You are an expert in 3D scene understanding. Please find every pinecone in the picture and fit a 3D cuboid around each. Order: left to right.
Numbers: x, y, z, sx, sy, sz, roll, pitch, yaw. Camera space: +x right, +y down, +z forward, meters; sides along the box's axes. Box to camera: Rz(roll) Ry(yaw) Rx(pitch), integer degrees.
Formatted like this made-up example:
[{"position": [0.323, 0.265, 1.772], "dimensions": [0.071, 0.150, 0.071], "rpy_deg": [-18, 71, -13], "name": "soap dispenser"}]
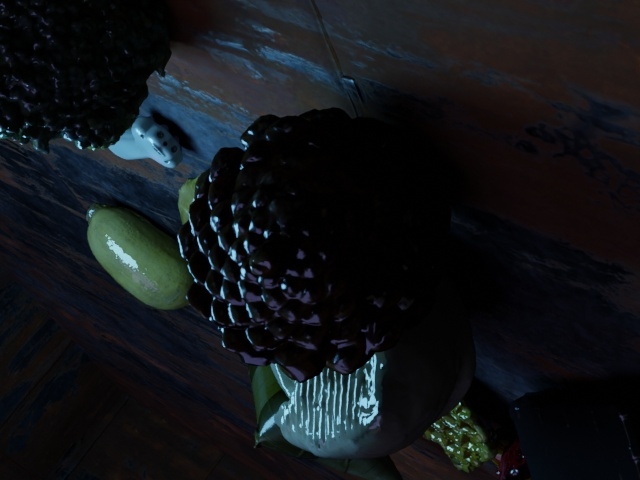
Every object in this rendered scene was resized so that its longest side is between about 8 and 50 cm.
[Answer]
[{"position": [-0.001, 0.001, 1.233], "dimensions": [0.242, 0.296, 0.298], "rpy_deg": [-25, 83, 50], "name": "pinecone"}]

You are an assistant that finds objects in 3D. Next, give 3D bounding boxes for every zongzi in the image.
[{"position": [0.013, 0.332, 2.110], "dimensions": [0.317, 0.154, 0.289], "rpy_deg": [34, -160, -24], "name": "zongzi"}]

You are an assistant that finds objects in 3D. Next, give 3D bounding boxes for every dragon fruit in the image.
[{"position": [0.309, 0.344, 1.740], "dimensions": [0.063, 0.131, 0.097], "rpy_deg": [31, 153, 28], "name": "dragon fruit"}]

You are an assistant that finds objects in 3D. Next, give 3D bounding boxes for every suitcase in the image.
[{"position": [0.373, 0.302, 1.486], "dimensions": [0.285, 0.066, 0.206], "rpy_deg": [-24, 81, 67], "name": "suitcase"}]

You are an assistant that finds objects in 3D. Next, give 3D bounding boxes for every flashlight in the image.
[{"position": [-0.277, -0.155, 1.707], "dimensions": [0.093, 0.047, 0.200], "rpy_deg": [47, 160, -26], "name": "flashlight"}]

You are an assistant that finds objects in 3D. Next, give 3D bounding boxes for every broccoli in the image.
[{"position": [-0.358, -0.262, 1.333], "dimensions": [0.281, 0.348, 0.293], "rpy_deg": [21, 111, 52], "name": "broccoli"}]

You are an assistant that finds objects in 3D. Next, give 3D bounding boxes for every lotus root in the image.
[{"position": [-0.337, 0.044, 2.123], "dimensions": [0.303, 0.131, 0.146], "rpy_deg": [38, 162, -4], "name": "lotus root"}]

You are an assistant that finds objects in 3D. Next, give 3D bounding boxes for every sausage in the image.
[{"position": [0.359, 0.397, 1.849], "dimensions": [0.264, 0.083, 0.083], "rpy_deg": [45, 159, -21], "name": "sausage"}]

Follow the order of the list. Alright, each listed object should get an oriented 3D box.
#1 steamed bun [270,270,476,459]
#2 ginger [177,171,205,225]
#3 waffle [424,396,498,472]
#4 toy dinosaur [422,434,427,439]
[{"position": [0.078, 0.145, 1.481], "dimensions": [0.219, 0.309, 0.324], "rpy_deg": [4, 153, -30], "name": "steamed bun"}, {"position": [-0.082, 0.064, 1.768], "dimensions": [0.363, 0.122, 0.348], "rpy_deg": [25, 151, 2], "name": "ginger"}, {"position": [0.178, 0.273, 1.835], "dimensions": [0.291, 0.051, 0.291], "rpy_deg": [41, 157, 22], "name": "waffle"}, {"position": [0.197, 0.324, 1.978], "dimensions": [0.049, 0.055, 0.154], "rpy_deg": [38, 153, -13], "name": "toy dinosaur"}]
